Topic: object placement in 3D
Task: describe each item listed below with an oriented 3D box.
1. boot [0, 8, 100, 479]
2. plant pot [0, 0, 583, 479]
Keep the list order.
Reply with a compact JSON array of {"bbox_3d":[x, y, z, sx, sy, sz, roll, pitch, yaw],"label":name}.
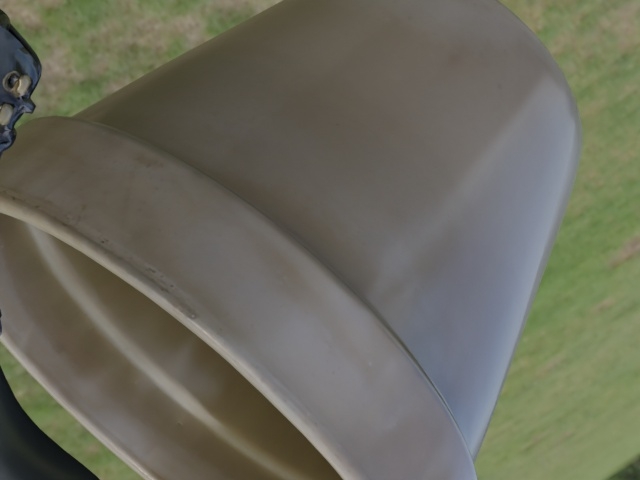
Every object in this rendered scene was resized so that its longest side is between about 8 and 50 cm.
[{"bbox_3d":[-0.103,0.008,0.355,0.137,0.198,0.077,-47,-158,2],"label":"boot"},{"bbox_3d":[0.000,0.000,0.694,0.280,0.323,0.323,-48,169,-24],"label":"plant pot"}]
